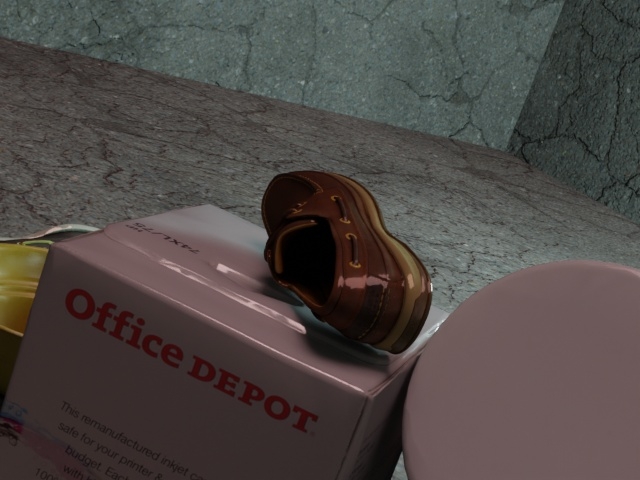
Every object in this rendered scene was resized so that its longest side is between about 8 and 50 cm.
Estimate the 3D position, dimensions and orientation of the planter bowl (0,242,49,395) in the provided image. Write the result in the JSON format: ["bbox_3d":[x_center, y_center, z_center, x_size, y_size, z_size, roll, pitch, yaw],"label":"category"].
[{"bbox_3d":[-0.242,0.087,1.051,0.217,0.090,0.217,19,16,-6],"label":"planter bowl"}]

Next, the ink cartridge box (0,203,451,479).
[{"bbox_3d":[-0.071,0.143,0.728,0.198,0.270,0.197,25,16,15],"label":"ink cartridge box"}]

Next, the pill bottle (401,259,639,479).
[{"bbox_3d":[0.187,0.165,0.789,0.224,0.224,0.392,27,-11,25],"label":"pill bottle"}]

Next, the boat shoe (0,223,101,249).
[{"bbox_3d":[-0.292,0.033,1.210,0.227,0.081,0.068,-2,28,-37],"label":"boat shoe"}]

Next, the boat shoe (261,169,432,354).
[{"bbox_3d":[0.000,0.001,0.671,0.060,0.064,0.178,16,18,-28],"label":"boat shoe"}]
